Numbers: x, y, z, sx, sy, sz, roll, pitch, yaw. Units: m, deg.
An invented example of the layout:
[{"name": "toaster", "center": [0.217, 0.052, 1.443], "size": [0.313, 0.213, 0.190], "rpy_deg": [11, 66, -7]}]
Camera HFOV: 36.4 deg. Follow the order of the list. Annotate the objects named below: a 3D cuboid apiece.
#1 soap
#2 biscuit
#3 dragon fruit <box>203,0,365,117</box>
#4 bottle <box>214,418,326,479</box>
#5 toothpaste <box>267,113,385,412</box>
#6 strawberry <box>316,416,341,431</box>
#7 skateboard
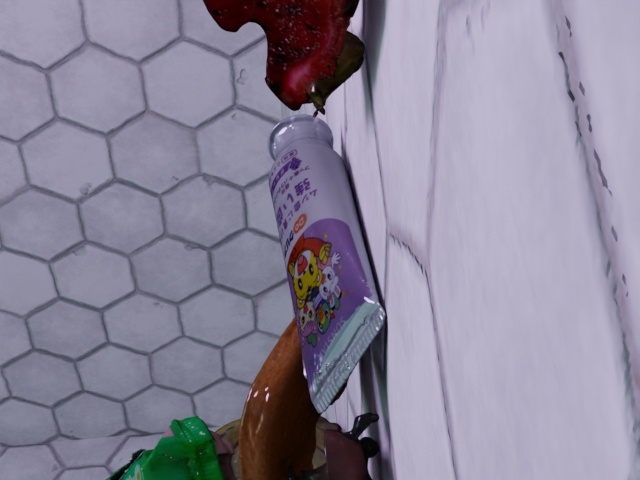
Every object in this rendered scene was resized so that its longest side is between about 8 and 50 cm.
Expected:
[{"name": "soap", "center": [-0.151, 0.313, 0.920], "size": [0.273, 0.098, 0.218], "rpy_deg": [-50, 53, 48]}, {"name": "biscuit", "center": [-0.017, 0.147, 0.877], "size": [0.192, 0.036, 0.186], "rpy_deg": [-54, -30, -39]}, {"name": "dragon fruit", "center": [-0.019, -0.145, 0.639], "size": [0.192, 0.122, 0.092], "rpy_deg": [96, 153, -59]}, {"name": "bottle", "center": [-0.077, 0.372, 1.065], "size": [0.171, 0.171, 0.351], "rpy_deg": [-100, 22, -58]}, {"name": "toothpaste", "center": [0.000, 0.000, 0.831], "size": [0.114, 0.073, 0.299], "rpy_deg": [-58, 27, 32]}, {"name": "strawberry", "center": [-0.033, 0.387, 1.251], "size": [0.265, 0.149, 0.336], "rpy_deg": [156, 109, -85]}, {"name": "skateboard", "center": [0.012, 0.187, 0.787], "size": [0.151, 0.080, 0.067], "rpy_deg": [89, 169, -72]}]
